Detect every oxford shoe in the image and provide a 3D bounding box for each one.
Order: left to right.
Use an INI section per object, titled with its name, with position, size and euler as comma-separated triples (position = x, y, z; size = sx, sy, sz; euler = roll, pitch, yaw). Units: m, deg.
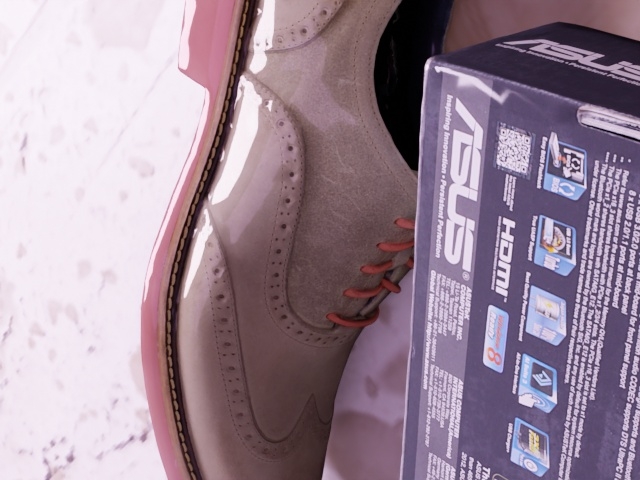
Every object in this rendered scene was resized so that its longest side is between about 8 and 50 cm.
[oxford shoe]
position = 0.000, 0.000, 0.668
size = 0.130, 0.123, 0.348
euler = 11, 106, 25

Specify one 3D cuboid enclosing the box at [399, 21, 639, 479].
[box]
position = 0.167, 0.145, 0.525
size = 0.318, 0.097, 0.395
euler = 25, 122, 43
